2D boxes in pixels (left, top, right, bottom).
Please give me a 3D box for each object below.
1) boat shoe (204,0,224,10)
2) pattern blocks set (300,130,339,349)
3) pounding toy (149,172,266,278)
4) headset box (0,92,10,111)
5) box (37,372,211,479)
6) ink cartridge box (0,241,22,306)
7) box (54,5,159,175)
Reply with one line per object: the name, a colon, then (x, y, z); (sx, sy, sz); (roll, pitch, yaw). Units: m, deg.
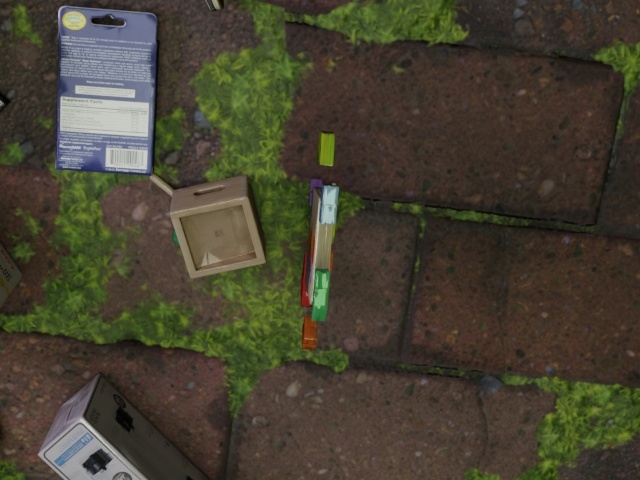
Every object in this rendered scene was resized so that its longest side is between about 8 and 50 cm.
boat shoe: (-0.179, -0.373, 1.385); (0.049, 0.056, 0.152); (-25, 96, 9)
pattern blocks set: (0.000, 0.000, 1.352); (0.026, 0.325, 0.285); (4, 106, -3)
pounding toy: (-0.161, -0.032, 1.465); (0.141, 0.100, 0.130); (-12, 120, 3)
headset box: (-0.482, -0.182, 1.429); (0.062, 0.032, 0.083); (42, 100, -12)
box: (-0.265, 0.348, 1.515); (0.087, 0.169, 0.290); (-41, 104, 8)
ink cartridge box: (-0.535, 0.052, 1.386); (0.168, 0.232, 0.171); (-30, 104, 3)
box: (-0.294, -0.206, 1.429); (0.136, 0.036, 0.225); (4, 106, -4)
